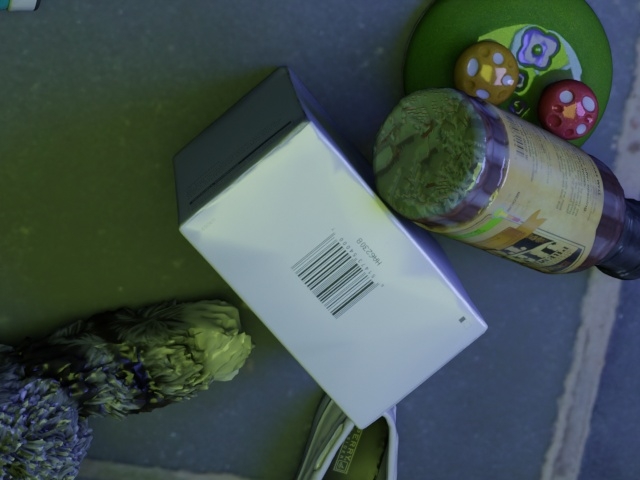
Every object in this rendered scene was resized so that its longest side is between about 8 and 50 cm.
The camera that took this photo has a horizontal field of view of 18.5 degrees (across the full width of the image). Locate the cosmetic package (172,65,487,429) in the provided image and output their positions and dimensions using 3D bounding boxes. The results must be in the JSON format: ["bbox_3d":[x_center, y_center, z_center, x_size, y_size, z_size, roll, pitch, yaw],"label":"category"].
[{"bbox_3d":[0.000,0.000,1.603,0.138,0.224,0.224,-39,106,7],"label":"cosmetic package"}]

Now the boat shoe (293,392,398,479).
[{"bbox_3d":[0.015,0.256,1.744,0.096,0.088,0.267,17,102,-11],"label":"boat shoe"}]

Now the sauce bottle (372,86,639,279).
[{"bbox_3d":[0.178,-0.032,1.591,0.344,0.111,0.111,19,105,-50],"label":"sauce bottle"}]

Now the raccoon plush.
[{"bbox_3d":[-0.255,0.249,1.661,0.447,0.216,0.299,-9,114,-5],"label":"raccoon plush"}]

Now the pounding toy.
[{"bbox_3d":[0.163,-0.157,1.641,0.183,0.110,0.236,-11,106,-4],"label":"pounding toy"}]

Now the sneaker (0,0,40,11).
[{"bbox_3d":[-0.319,-0.320,1.538,0.178,0.124,0.295,-7,107,-15],"label":"sneaker"}]
